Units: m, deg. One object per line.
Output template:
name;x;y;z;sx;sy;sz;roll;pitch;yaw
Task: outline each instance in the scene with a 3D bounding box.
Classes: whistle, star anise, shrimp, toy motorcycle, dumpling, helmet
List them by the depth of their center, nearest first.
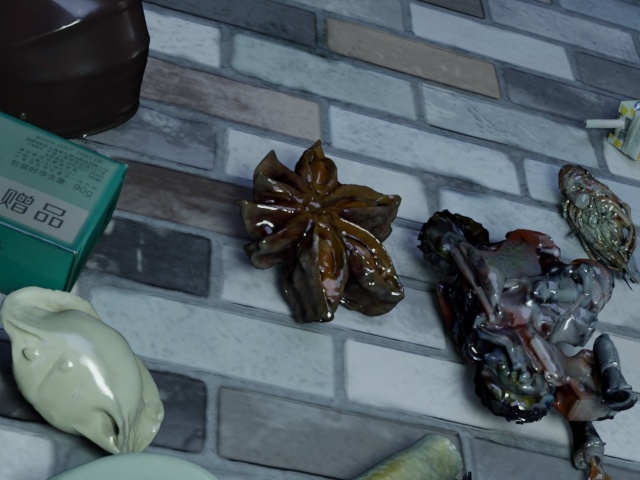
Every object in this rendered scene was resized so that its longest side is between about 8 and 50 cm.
whistle;0.009;0.255;1.164;0.326;0.057;0.068;-20;52;-40
dumpling;-0.205;0.106;1.185;0.169;0.100;0.134;32;25;5
toy motorcycle;0.242;0.119;1.380;0.207;0.134;0.401;1;44;-19
star anise;0.003;-0.004;1.420;0.214;0.099;0.220;50;39;7
helmet;-0.318;-0.256;1.461;0.305;0.177;0.225;35;42;10
shrimp;0.345;-0.018;1.633;0.073;0.075;0.190;29;37;-52

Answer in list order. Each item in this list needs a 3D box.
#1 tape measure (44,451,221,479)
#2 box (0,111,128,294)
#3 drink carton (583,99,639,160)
tape measure;-0.180;0.224;1.048;0.215;0.098;0.351;-19;49;-14
box;-0.330;-0.048;1.291;0.245;0.092;0.153;23;40;-2
drink carton;0.454;-0.158;1.830;0.200;0.084;0.074;-13;42;-36
